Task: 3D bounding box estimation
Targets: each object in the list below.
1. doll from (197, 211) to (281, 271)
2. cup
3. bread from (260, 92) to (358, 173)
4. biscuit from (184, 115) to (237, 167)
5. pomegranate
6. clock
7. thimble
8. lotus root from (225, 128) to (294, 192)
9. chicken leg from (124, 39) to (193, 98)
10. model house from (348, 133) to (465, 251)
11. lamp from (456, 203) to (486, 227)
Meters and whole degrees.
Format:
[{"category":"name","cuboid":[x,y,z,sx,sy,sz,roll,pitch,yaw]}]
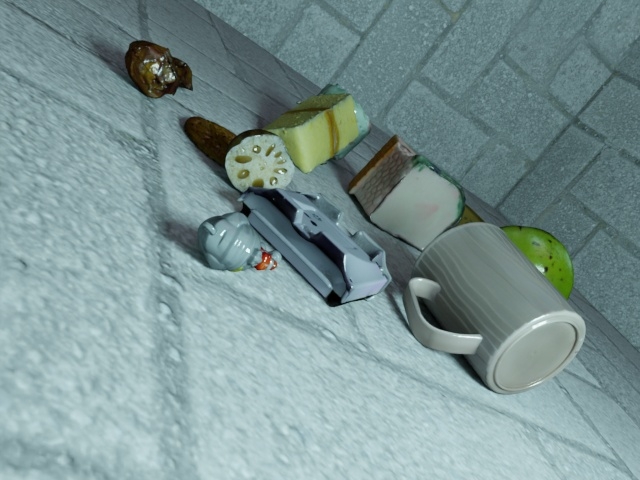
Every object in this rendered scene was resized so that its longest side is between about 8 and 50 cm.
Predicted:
[{"category":"doll","cuboid":[-0.105,0.008,0.836,0.094,0.079,0.180,29,-1,24]},{"category":"cup","cuboid":[0.299,0.109,1.162,0.288,0.208,0.273,26,22,-38]},{"category":"bread","cuboid":[-0.012,-0.284,1.594,0.178,0.142,0.266,49,48,-4]},{"category":"biscuit","cuboid":[-0.180,-0.181,1.246,0.188,0.027,0.188,35,17,-12]},{"category":"pomegranate","cuboid":[0.475,0.096,1.520,0.260,0.260,0.341,35,20,-12]},{"category":"clock","cuboid":[0.000,0.000,1.045,0.253,0.083,0.186,44,18,17]},{"category":"thimble","cuboid":[0.033,-0.341,1.820,0.211,0.149,0.185,45,-2,43]},{"category":"lotus root","cuboid":[-0.114,-0.137,1.128,0.081,0.112,0.122,47,-15,57]},{"category":"chicken leg","cuboid":[-0.316,-0.339,1.305,0.113,0.093,0.304,55,7,-6]},{"category":"model house","cuboid":[0.219,-0.137,1.645,0.237,0.202,0.237,27,21,-34]},{"category":"lamp","cuboid":[0.369,-0.021,1.743,0.161,0.161,0.185,21,25,-44]}]
